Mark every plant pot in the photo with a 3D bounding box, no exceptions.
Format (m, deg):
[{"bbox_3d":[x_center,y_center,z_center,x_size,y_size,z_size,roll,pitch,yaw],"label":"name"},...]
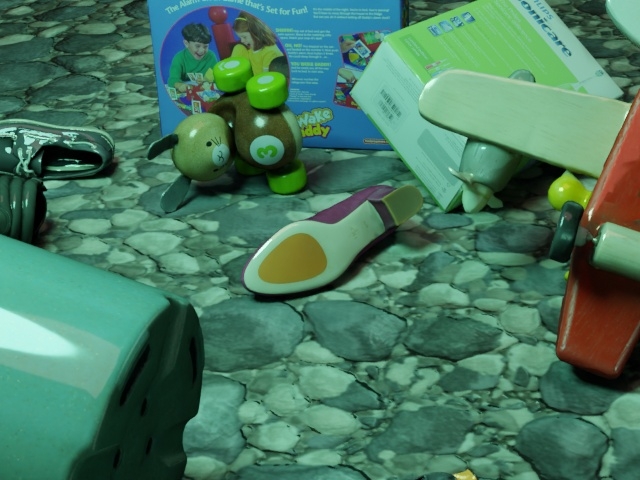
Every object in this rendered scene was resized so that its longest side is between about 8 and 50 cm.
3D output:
[{"bbox_3d":[-0.290,0.131,1.045,0.334,0.341,0.341,14,31,12],"label":"plant pot"}]

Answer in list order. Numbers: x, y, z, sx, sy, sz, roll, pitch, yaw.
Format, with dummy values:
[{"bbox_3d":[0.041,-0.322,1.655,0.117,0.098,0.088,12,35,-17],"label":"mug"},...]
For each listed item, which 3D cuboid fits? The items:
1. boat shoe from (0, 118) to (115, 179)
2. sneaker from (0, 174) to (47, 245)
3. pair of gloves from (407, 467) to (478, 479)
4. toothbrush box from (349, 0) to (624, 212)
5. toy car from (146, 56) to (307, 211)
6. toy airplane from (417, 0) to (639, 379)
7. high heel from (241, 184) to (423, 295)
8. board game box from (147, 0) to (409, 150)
[{"bbox_3d":[-0.379,-0.117,1.748,0.206,0.075,0.065,-1,25,-5],"label":"boat shoe"},{"bbox_3d":[-0.418,-0.052,1.621,0.146,0.105,0.296,6,15,-19],"label":"sneaker"},{"bbox_3d":[0.111,0.225,1.130,0.074,0.010,0.083,-12,29,-17],"label":"pair of gloves"},{"bbox_3d":[0.215,-0.189,1.682,0.283,0.122,0.206,-27,73,-35],"label":"toothbrush box"},{"bbox_3d":[-0.131,-0.117,1.657,0.188,0.155,0.149,-31,38,-26],"label":"toy car"},{"bbox_3d":[0.341,-0.070,1.387,0.384,0.272,0.386,-23,65,-11],"label":"toy airplane"},{"bbox_3d":[0.000,0.000,1.521,0.244,0.082,0.117,-34,7,-23],"label":"high heel"},{"bbox_3d":[-0.053,-0.249,1.795,0.347,0.233,0.078,3,29,10],"label":"board game box"}]
